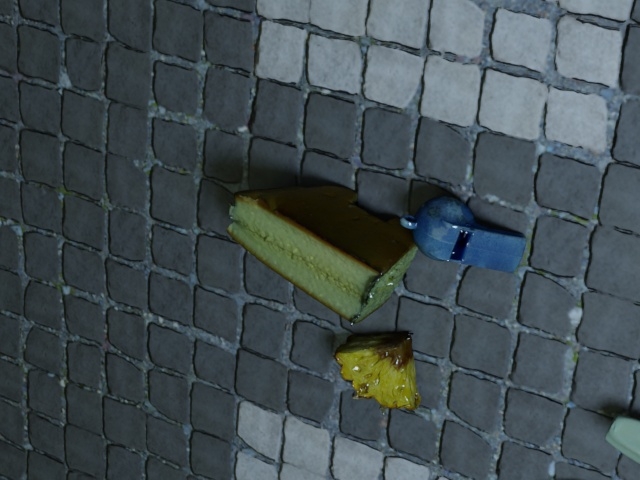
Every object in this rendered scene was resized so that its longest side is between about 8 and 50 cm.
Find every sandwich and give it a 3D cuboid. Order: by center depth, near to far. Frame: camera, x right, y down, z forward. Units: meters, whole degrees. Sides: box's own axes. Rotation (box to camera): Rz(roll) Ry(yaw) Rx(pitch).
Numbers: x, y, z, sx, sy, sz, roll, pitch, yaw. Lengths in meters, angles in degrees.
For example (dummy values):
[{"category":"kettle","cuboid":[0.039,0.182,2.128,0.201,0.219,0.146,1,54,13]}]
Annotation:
[{"category":"sandwich","cuboid":[0.000,0.000,1.758,0.235,0.128,0.122,33,126,18]}]

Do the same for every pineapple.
[{"category":"pineapple","cuboid":[0.091,0.171,1.812,0.137,0.069,0.116,39,119,2]}]

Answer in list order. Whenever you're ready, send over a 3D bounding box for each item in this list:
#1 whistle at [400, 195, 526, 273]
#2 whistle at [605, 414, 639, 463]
[{"category":"whistle","cuboid":[0.174,-0.011,1.683,0.158,0.090,0.090,11,121,-16]},{"category":"whistle","cuboid":[0.464,0.283,1.596,0.253,0.102,0.106,25,126,17]}]
